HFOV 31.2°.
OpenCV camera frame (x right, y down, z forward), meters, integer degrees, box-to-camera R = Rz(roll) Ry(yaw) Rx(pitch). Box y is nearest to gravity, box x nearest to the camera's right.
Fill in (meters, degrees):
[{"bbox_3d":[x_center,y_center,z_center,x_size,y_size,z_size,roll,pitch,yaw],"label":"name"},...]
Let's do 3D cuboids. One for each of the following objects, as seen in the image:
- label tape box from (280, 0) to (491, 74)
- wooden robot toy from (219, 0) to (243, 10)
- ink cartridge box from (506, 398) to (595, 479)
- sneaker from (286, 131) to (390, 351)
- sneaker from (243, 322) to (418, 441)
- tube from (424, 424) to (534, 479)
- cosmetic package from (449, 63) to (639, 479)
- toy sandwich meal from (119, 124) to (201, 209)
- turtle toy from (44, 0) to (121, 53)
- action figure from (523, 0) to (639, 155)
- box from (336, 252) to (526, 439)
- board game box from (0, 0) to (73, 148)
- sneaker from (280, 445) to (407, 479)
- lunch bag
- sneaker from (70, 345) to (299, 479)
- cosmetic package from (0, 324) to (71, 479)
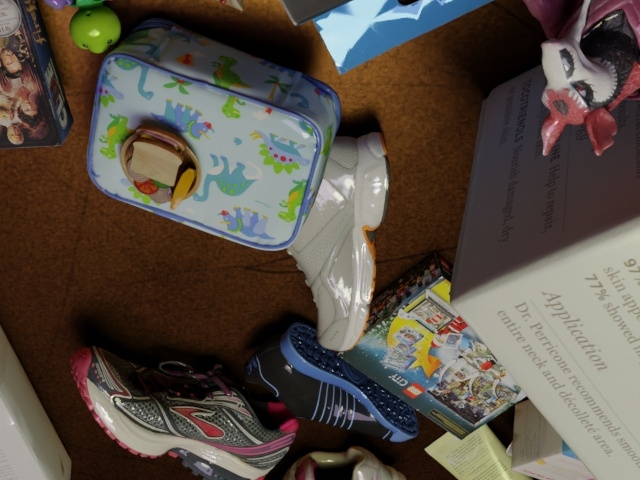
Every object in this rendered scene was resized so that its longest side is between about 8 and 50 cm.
[{"bbox_3d":[0.060,-0.296,0.932,0.249,0.115,0.348,-23,127,10],"label":"label tape box"},{"bbox_3d":[-0.126,-0.262,0.965,0.079,0.076,0.173,-11,131,15],"label":"wooden robot toy"},{"bbox_3d":[0.303,0.241,1.408,0.092,0.090,0.143,23,149,-24],"label":"ink cartridge box"},{"bbox_3d":[0.000,0.000,1.194,0.121,0.099,0.262,5,122,-2],"label":"sneaker"},{"bbox_3d":[0.014,0.179,1.352,0.090,0.081,0.232,-34,123,30],"label":"sneaker"},{"bbox_3d":[0.249,0.327,1.473,0.240,0.062,0.070,45,73,-2],"label":"tube"},{"bbox_3d":[0.375,-0.009,0.992,0.393,0.327,0.329,-25,118,30],"label":"cosmetic package"},{"bbox_3d":[-0.144,-0.063,1.018,0.085,0.029,0.085,9,130,11],"label":"toy sandwich meal"},{"bbox_3d":[-0.204,-0.225,0.983,0.095,0.066,0.130,-11,130,1],"label":"turtle toy"},{"bbox_3d":[0.247,-0.229,0.875,0.370,0.248,0.276,-65,161,-2],"label":"action figure"},{"bbox_3d":[0.150,0.130,1.345,0.159,0.044,0.233,-38,125,22],"label":"box"},{"bbox_3d":[-0.358,-0.154,1.011,0.243,0.042,0.165,-3,131,7],"label":"board game box"},{"bbox_3d":[-0.021,0.328,1.460,0.252,0.103,0.111,-26,125,5],"label":"sneaker"},{"bbox_3d":[-0.102,-0.092,1.058,0.219,0.090,0.176,19,129,4],"label":"lunch bag"},{"bbox_3d":[-0.156,0.185,1.312,0.299,0.121,0.112,32,106,-37],"label":"sneaker"},{"bbox_3d":[-0.510,0.234,1.305,0.377,0.097,0.284,-11,129,2],"label":"cosmetic package"}]
